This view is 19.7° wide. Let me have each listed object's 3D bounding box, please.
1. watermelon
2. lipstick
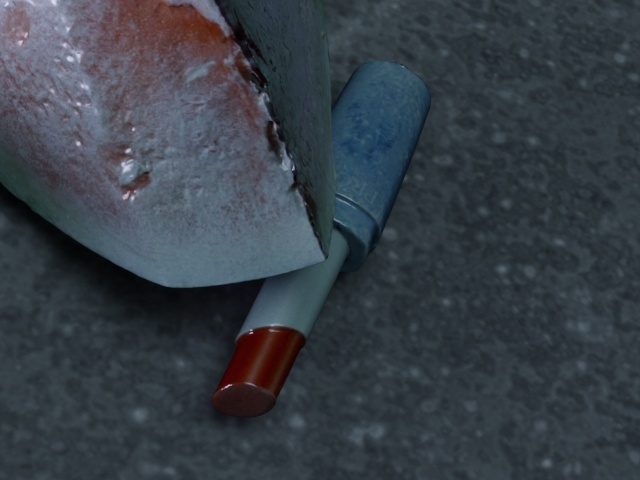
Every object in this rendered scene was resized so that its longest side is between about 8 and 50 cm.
[{"bbox_3d":[-0.117,-0.136,1.109,0.290,0.213,0.319,10,65,-2],"label":"watermelon"},{"bbox_3d":[0.000,0.000,1.161,0.068,0.061,0.274,22,54,4],"label":"lipstick"}]
